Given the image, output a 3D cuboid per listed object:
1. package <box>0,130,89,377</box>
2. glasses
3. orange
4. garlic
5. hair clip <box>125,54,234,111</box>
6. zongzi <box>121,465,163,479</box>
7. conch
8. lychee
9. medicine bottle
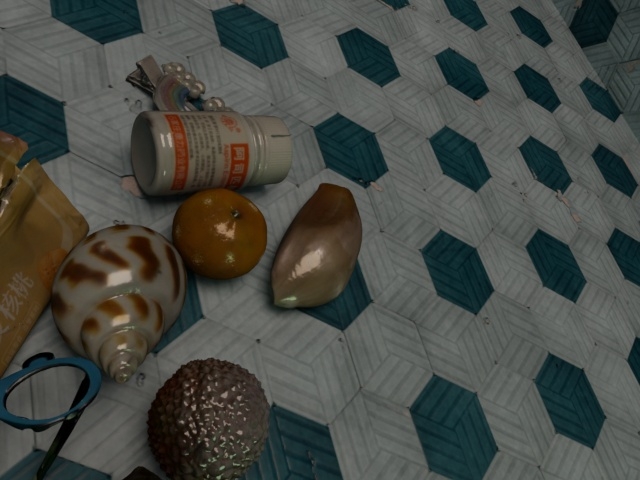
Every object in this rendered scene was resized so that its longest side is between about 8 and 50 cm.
[{"bbox_3d":[-0.443,0.025,0.725,0.221,0.165,0.311,29,50,-13],"label":"package"},{"bbox_3d":[-0.324,0.257,0.656,0.239,0.102,0.207,-38,109,-29],"label":"glasses"},{"bbox_3d":[-0.159,-0.014,0.953,0.156,0.124,0.156,13,57,-21],"label":"orange"},{"bbox_3d":[0.008,0.006,1.071,0.143,0.112,0.318,31,38,-7],"label":"garlic"},{"bbox_3d":[-0.257,-0.257,1.110,0.220,0.054,0.140,41,41,-7],"label":"hair clip"},{"bbox_3d":[-0.215,0.442,0.628,0.288,0.134,0.286,-40,90,-29],"label":"zongzi"},{"bbox_3d":[-0.268,0.077,0.807,0.183,0.149,0.275,13,54,-24],"label":"conch"},{"bbox_3d":[-0.145,0.238,0.783,0.165,0.197,0.165,0,86,2],"label":"lychee"},{"bbox_3d":[-0.184,-0.154,1.019,0.252,0.144,0.144,-11,67,-37],"label":"medicine bottle"}]
